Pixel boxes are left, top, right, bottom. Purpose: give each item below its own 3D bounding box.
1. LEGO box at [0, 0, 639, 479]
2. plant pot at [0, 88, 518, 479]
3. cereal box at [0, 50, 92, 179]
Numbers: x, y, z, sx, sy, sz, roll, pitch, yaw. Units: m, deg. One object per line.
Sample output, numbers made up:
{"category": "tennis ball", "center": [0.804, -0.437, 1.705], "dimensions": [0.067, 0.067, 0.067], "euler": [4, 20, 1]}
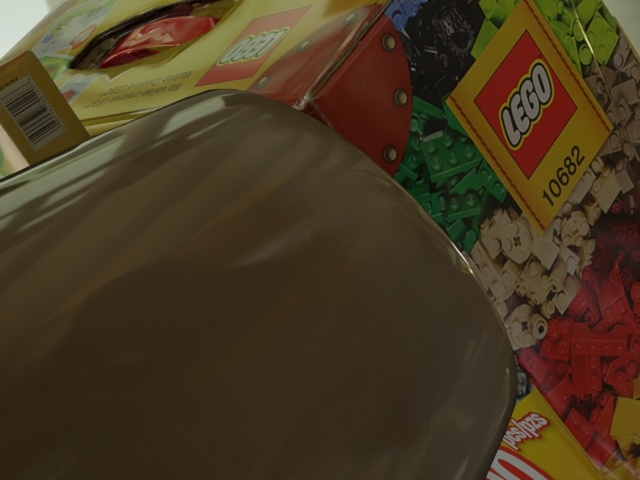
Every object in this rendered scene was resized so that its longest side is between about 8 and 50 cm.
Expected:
{"category": "LEGO box", "center": [0.000, 0.000, 0.851], "dimensions": [0.500, 0.372, 0.193], "euler": [-1, -135, 53]}
{"category": "plant pot", "center": [-0.084, 0.099, 0.484], "dimensions": [0.323, 0.323, 0.280], "euler": [34, -117, 25]}
{"category": "cereal box", "center": [-0.185, 0.012, 0.723], "dimensions": [0.047, 0.240, 0.173], "euler": [-44, -73, -40]}
